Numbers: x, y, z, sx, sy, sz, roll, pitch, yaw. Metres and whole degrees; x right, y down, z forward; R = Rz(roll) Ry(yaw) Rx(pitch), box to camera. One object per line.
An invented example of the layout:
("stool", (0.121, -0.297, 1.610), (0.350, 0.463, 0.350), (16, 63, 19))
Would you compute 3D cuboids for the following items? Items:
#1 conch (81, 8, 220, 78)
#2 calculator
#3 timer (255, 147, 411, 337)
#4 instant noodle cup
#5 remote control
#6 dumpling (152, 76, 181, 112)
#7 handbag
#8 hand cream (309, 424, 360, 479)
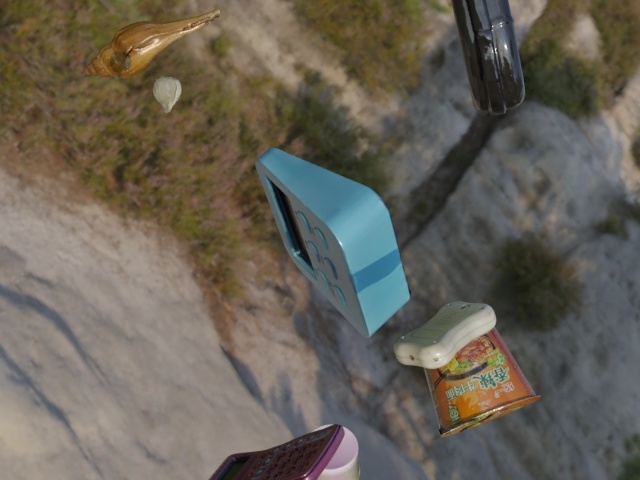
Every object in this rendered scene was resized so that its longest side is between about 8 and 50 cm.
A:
("conch", (-0.375, -0.439, 1.953), (0.093, 0.330, 0.109), (61, 2, 27))
("calculator", (-0.064, 0.271, 1.033), (0.034, 0.190, 0.126), (64, 25, -6))
("timer", (0.000, 0.000, 1.306), (0.250, 0.091, 0.232), (30, -29, 41))
("instant noodle cup", (0.323, 0.291, 1.897), (0.230, 0.230, 0.182), (13, 53, -62))
("remote control", (0.142, 0.107, 1.020), (0.122, 0.074, 0.032), (-28, 110, -36))
("dumpling", (-0.255, -0.242, 1.491), (0.043, 0.077, 0.060), (-13, 105, -53))
("handbag", (0.272, -0.362, 1.492), (0.254, 0.093, 0.308), (15, 64, -78))
("hand cream", (0.022, 0.369, 1.194), (0.111, 0.070, 0.312), (-82, 170, -46))
